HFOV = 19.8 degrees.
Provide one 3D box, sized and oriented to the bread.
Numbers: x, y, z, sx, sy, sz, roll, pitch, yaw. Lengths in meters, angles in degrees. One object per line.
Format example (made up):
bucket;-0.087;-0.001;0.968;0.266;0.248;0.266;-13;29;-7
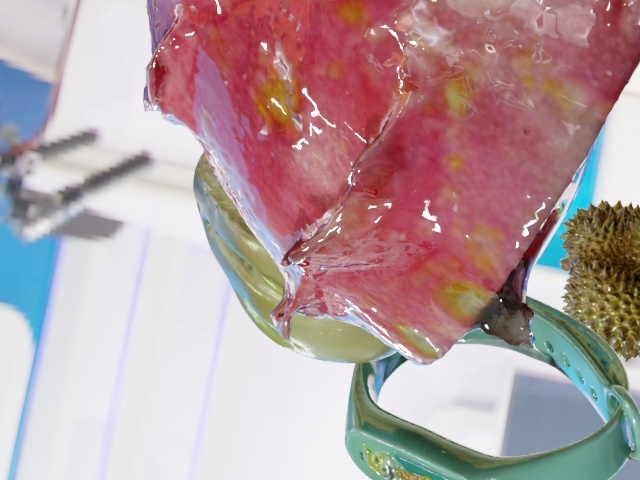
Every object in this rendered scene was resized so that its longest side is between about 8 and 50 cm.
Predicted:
bread;0.000;0.007;1.237;0.158;0.156;0.260;-7;176;5

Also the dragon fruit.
dragon fruit;0.042;-0.140;0.873;0.249;0.371;0.386;28;142;-3

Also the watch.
watch;0.130;0.125;1.385;0.237;0.195;0.068;20;138;40

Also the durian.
durian;0.307;0.040;1.794;0.168;0.158;0.137;9;173;24
